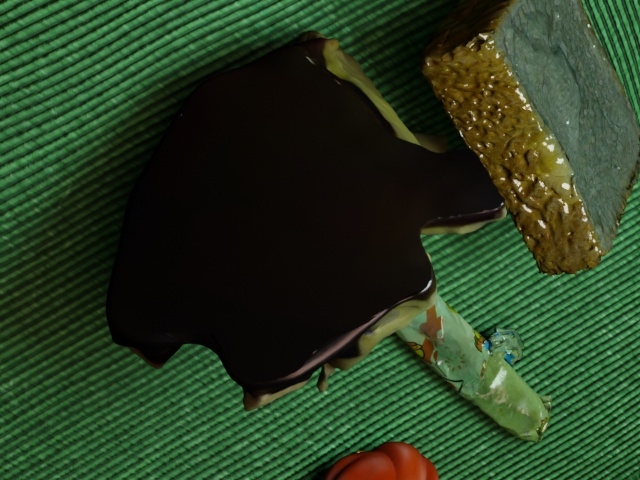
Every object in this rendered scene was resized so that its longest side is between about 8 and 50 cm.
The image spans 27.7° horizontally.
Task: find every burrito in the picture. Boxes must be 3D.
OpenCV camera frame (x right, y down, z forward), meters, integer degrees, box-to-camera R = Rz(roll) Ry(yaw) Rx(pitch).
[{"bbox_3d":[0.193,0.139,1.559,0.288,0.054,0.104,43,84,-24],"label":"burrito"}]

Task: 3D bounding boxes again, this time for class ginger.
[{"bbox_3d":[0.000,0.000,1.323,0.413,0.358,0.211,-56,154,-16],"label":"ginger"}]

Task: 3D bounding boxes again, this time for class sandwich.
[{"bbox_3d":[0.244,-0.149,1.404,0.301,0.099,0.271,57,42,-23],"label":"sandwich"}]

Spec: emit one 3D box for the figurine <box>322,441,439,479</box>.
[{"bbox_3d":[0.049,0.376,1.504,0.208,0.181,0.257,-10,102,12],"label":"figurine"}]
